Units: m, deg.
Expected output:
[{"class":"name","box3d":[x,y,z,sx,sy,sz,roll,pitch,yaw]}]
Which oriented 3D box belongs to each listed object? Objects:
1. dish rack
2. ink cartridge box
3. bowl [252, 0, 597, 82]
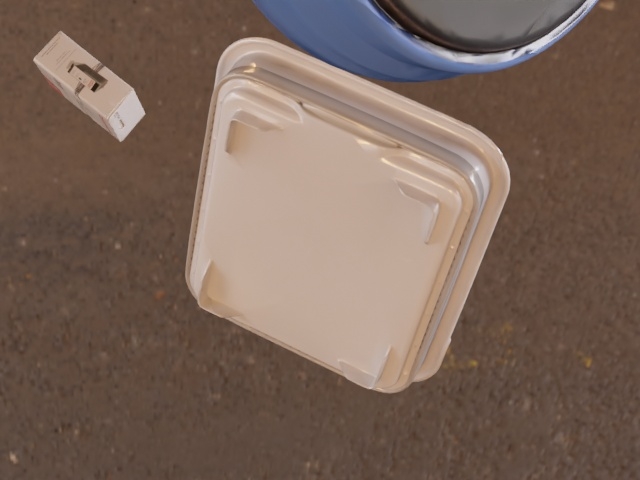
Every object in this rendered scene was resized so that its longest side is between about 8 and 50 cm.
[{"class":"dish rack","box3d":[0.000,0.000,1.085,0.285,0.333,0.072,26,44,11]},{"class":"ink cartridge box","box3d":[-0.310,-0.207,1.591,0.135,0.099,0.056,38,80,10]},{"class":"bowl","box3d":[0.088,-0.285,0.689,0.077,0.391,0.391,18,41,43]}]
